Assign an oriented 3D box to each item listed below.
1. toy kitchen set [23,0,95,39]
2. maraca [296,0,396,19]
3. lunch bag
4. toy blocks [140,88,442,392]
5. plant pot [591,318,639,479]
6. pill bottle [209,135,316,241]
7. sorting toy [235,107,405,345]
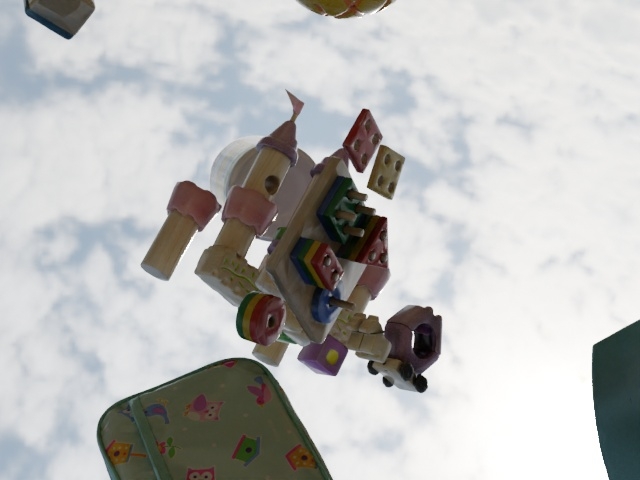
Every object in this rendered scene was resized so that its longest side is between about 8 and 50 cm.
[{"bbox_3d":[-0.346,-0.234,1.248,0.207,0.166,0.122,31,-158,-31],"label":"toy kitchen set"},{"bbox_3d":[0.051,-0.270,1.282,0.185,0.099,0.127,-18,-165,-8],"label":"maraca"},{"bbox_3d":[-0.112,0.264,1.417,0.224,0.108,0.279,-18,-136,-14],"label":"lunch bag"},{"bbox_3d":[0.000,0.000,1.668,0.309,0.288,0.260,4,-121,48],"label":"toy blocks"},{"bbox_3d":[0.419,0.203,1.527,0.165,0.165,0.234,0,-116,-39],"label":"plant pot"},{"bbox_3d":[-0.085,-0.079,1.902,0.136,0.136,0.245,3,-173,-13],"label":"pill bottle"},{"bbox_3d":[0.023,0.007,1.263,0.046,0.132,0.274,15,-119,31],"label":"sorting toy"}]
